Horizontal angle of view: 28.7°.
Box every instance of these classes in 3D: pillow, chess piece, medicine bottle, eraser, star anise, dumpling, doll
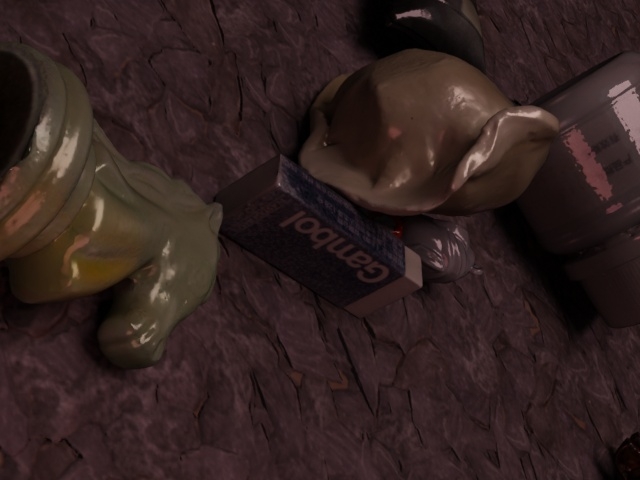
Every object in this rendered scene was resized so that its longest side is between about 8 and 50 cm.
[{"bbox_3d":[0.140,-0.310,1.617,0.186,0.106,0.250,35,37,-33],"label":"pillow"},{"bbox_3d":[-0.180,-0.010,0.975,0.298,0.175,0.176,39,38,-48],"label":"chess piece"},{"bbox_3d":[0.386,-0.065,1.631,0.306,0.245,0.245,59,34,-2],"label":"medicine bottle"},{"bbox_3d":[0.000,0.000,1.226,0.212,0.092,0.046,34,41,-35],"label":"eraser"},{"bbox_3d":[0.404,0.335,1.505,0.177,0.073,0.234,58,17,-18],"label":"star anise"},{"bbox_3d":[0.091,-0.091,1.315,0.243,0.318,0.187,-34,120,-27],"label":"dumpling"},{"bbox_3d":[0.103,-0.002,1.380,0.180,0.079,0.094,29,19,-19],"label":"doll"}]
